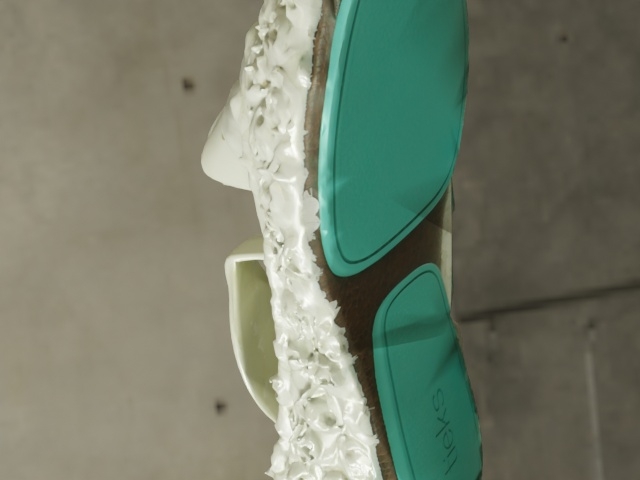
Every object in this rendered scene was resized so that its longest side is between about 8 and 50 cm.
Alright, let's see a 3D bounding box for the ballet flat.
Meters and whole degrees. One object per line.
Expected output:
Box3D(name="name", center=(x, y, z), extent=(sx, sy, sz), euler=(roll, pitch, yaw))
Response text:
Box3D(name="ballet flat", center=(0.000, 0.000, 1.000), extent=(0.147, 0.408, 0.147), euler=(-4, -150, 2))
